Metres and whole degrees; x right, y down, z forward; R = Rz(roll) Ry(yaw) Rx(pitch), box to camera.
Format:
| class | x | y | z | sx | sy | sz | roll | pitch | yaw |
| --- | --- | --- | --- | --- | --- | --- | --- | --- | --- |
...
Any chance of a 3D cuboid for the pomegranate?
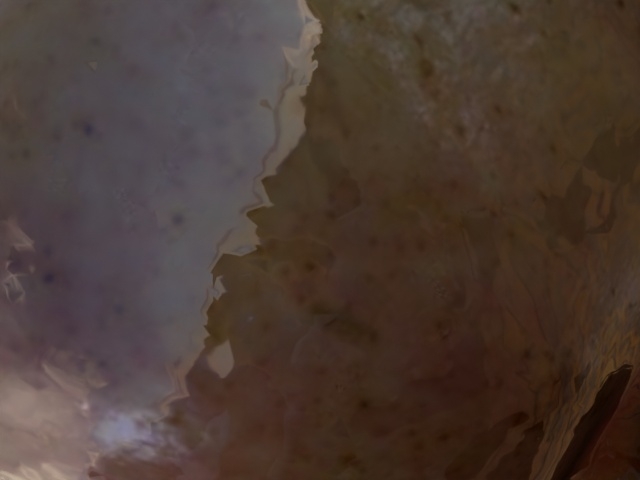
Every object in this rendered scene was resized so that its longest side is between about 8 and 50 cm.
| class | x | y | z | sx | sy | sz | roll | pitch | yaw |
| --- | --- | --- | --- | --- | --- | --- | --- | --- | --- |
| pomegranate | 0.000 | 0.000 | 0.624 | 0.338 | 0.338 | 0.338 | -158 | 90 | -88 |
